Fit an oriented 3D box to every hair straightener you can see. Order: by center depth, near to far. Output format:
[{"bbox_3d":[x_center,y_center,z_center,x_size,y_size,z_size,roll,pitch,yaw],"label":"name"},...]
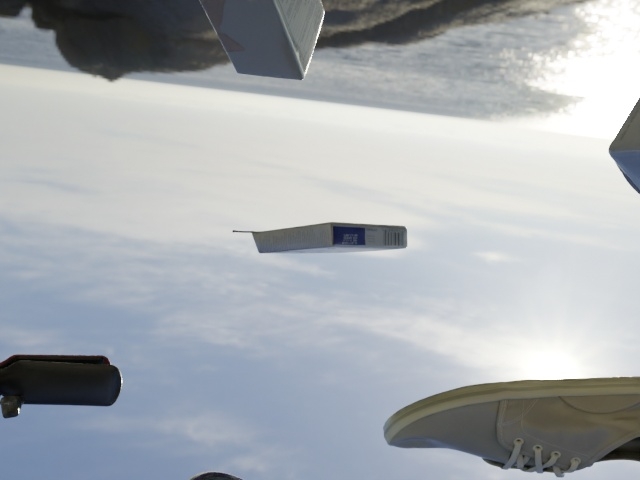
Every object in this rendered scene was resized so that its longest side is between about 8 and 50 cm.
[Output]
[{"bbox_3d":[-0.282,0.119,0.677,0.231,0.047,0.089,13,179,-32],"label":"hair straightener"}]

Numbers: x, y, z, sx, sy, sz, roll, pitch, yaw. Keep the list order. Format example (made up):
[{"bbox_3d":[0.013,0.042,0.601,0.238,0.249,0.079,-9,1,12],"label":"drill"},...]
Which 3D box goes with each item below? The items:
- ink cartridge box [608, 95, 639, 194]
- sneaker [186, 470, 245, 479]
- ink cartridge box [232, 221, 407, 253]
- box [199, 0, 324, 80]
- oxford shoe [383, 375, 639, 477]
[{"bbox_3d":[0.279,-0.102,0.379,0.066,0.189,0.232,40,168,-27],"label":"ink cartridge box"},{"bbox_3d":[-0.025,0.378,0.896,0.130,0.323,0.236,-40,174,-30],"label":"sneaker"},{"bbox_3d":[0.000,0.000,1.371,0.224,0.045,0.223,-4,177,39],"label":"ink cartridge box"},{"bbox_3d":[-0.095,-0.380,1.136,0.121,0.147,0.311,9,158,16],"label":"box"},{"bbox_3d":[0.321,0.288,1.176,0.450,0.130,0.169,-3,152,-2],"label":"oxford shoe"}]
